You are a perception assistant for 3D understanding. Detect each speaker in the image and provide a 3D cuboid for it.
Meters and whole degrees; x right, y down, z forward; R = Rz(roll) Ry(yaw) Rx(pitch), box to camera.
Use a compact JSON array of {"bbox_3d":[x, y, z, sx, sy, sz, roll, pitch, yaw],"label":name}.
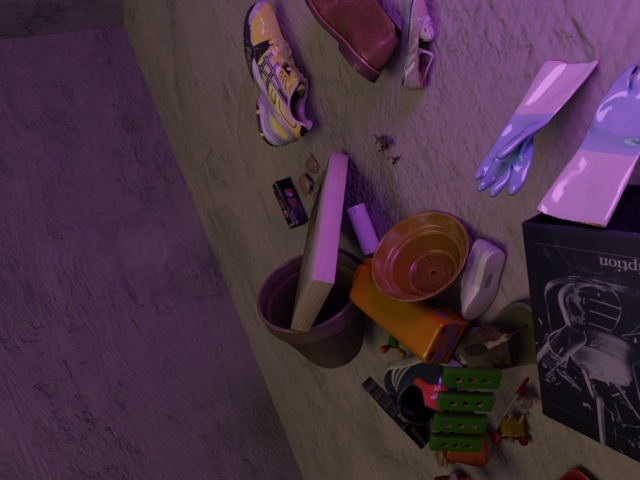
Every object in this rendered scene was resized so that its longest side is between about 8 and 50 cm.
[{"bbox_3d":[0.116,-0.029,1.164,0.055,0.055,0.136,-19,93,64],"label":"speaker"}]

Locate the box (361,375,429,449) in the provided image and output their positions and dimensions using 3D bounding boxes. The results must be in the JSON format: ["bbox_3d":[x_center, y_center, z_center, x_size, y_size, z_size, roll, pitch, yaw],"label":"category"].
[{"bbox_3d":[0.224,0.514,1.297,0.191,0.045,0.184,37,168,47],"label":"box"}]

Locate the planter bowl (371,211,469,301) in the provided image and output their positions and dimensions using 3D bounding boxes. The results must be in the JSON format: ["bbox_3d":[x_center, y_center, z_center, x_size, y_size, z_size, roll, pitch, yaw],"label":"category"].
[{"bbox_3d":[0.225,0.051,0.927,0.090,0.217,0.217,42,173,-39],"label":"planter bowl"}]

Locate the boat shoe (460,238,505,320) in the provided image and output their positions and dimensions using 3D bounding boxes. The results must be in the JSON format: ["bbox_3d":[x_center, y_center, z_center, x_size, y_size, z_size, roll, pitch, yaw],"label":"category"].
[{"bbox_3d":[0.311,0.080,0.873,0.063,0.066,0.184,-121,22,-50],"label":"boat shoe"}]

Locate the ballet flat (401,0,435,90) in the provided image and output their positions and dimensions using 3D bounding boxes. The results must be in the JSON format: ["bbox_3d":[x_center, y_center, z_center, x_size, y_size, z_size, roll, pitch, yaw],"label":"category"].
[{"bbox_3d":[0.187,-0.362,0.803,0.053,0.057,0.168,19,135,22],"label":"ballet flat"}]

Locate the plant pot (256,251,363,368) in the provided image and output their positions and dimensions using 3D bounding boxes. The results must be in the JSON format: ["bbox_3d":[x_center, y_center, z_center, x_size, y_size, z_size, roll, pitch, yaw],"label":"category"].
[{"bbox_3d":[0.008,0.237,1.338,0.323,0.323,0.280,33,154,50],"label":"plant pot"}]

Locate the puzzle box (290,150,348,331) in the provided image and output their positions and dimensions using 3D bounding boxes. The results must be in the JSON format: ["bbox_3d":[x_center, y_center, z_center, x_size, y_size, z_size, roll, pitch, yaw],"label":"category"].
[{"bbox_3d":[0.000,0.000,1.136,0.272,0.052,0.408,111,170,-53],"label":"puzzle box"}]

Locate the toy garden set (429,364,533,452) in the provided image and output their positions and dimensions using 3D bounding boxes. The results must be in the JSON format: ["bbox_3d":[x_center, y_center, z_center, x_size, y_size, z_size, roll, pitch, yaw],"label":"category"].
[{"bbox_3d":[0.340,0.345,0.902,0.049,0.204,0.244,-85,-4,-59],"label":"toy garden set"}]

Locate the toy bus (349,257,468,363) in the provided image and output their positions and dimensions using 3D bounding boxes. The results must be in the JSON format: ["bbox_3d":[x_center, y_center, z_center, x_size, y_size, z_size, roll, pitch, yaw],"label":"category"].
[{"bbox_3d":[0.182,0.150,1.019,0.333,0.130,0.108,36,109,49],"label":"toy bus"}]

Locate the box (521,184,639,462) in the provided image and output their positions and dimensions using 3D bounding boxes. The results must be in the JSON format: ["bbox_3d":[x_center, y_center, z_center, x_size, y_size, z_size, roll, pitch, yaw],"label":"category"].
[{"bbox_3d":[0.451,0.111,0.499,0.343,0.179,0.312,14,122,59],"label":"box"}]

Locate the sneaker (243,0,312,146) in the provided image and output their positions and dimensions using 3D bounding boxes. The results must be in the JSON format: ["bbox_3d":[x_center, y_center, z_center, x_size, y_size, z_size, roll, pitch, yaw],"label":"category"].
[{"bbox_3d":[-0.106,-0.464,1.213,0.147,0.145,0.384,-2,107,30],"label":"sneaker"}]

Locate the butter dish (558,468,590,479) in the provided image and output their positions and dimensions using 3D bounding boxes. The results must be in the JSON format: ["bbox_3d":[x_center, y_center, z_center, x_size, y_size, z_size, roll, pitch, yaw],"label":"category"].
[{"bbox_3d":[0.490,0.549,0.816,0.160,0.118,0.160,47,147,38],"label":"butter dish"}]

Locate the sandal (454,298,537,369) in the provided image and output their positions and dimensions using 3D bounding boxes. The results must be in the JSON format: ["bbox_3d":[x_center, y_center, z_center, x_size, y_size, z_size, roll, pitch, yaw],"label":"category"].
[{"bbox_3d":[0.350,0.212,0.865,0.120,0.086,0.302,60,152,17],"label":"sandal"}]

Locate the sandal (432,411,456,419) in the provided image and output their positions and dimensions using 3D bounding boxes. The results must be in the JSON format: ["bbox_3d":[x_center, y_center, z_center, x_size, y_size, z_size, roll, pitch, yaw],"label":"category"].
[{"bbox_3d":[0.327,0.448,1.150,0.179,0.040,0.067,97,150,-68],"label":"sandal"}]

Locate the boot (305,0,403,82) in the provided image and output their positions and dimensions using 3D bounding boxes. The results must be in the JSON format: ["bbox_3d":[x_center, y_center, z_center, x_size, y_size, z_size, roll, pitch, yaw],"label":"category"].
[{"bbox_3d":[0.067,-0.469,0.918,0.115,0.112,0.305,-48,58,28],"label":"boot"}]

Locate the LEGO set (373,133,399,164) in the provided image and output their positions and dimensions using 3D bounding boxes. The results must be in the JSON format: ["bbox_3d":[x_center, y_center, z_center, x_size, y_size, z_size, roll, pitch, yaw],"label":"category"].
[{"bbox_3d":[0.154,-0.215,0.997,0.083,0.023,0.054,58,157,-10],"label":"LEGO set"}]

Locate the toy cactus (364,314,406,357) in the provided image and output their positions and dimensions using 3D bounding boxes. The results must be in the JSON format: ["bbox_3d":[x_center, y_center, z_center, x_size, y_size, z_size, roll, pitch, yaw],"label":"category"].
[{"bbox_3d":[0.189,0.203,1.166,0.219,0.112,0.180,-139,46,-57],"label":"toy cactus"}]

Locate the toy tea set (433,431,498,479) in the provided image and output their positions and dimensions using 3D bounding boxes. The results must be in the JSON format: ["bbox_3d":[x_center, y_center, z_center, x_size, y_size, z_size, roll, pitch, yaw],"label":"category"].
[{"bbox_3d":[0.365,0.576,1.090,0.336,0.125,0.199,79,-168,-61],"label":"toy tea set"}]

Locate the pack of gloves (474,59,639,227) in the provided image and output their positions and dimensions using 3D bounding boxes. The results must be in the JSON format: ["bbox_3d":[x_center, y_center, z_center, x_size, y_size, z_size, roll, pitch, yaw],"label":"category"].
[{"bbox_3d":[0.308,-0.146,0.548,0.046,0.232,0.195,34,176,-35],"label":"pack of gloves"}]

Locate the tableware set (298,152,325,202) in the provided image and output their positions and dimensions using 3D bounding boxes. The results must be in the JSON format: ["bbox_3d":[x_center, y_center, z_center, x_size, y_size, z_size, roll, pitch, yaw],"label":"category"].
[{"bbox_3d":[-0.017,-0.176,1.345,0.141,0.020,0.168,56,150,20],"label":"tableware set"}]

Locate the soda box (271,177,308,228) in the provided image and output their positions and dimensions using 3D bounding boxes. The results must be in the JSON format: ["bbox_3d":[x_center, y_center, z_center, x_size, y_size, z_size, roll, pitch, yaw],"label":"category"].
[{"bbox_3d":[-0.106,-0.128,1.501,0.053,0.060,0.168,-31,80,62],"label":"soda box"}]

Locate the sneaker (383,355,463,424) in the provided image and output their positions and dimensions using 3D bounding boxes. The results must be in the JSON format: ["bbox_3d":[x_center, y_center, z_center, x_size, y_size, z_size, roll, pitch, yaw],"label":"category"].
[{"bbox_3d":[0.231,0.391,1.102,0.131,0.148,0.350,25,151,3],"label":"sneaker"}]
